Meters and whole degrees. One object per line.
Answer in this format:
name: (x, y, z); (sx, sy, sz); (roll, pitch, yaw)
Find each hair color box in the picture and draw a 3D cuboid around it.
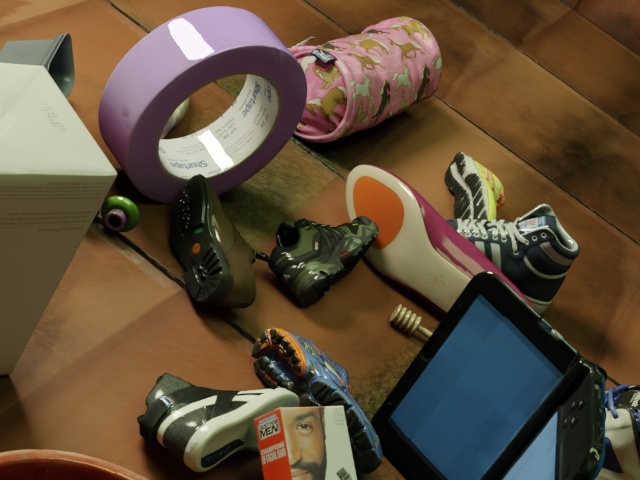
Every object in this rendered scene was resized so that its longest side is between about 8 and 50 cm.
hair color box: (-0.009, 0.266, 1.440); (0.093, 0.053, 0.167); (4, 66, -39)

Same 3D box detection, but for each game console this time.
game console: (0.170, 0.230, 1.486); (0.173, 0.293, 0.250); (28, 31, -4)

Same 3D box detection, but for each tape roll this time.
tape roll: (-0.156, -0.179, 1.796); (0.275, 0.275, 0.090); (-2, 45, -44)

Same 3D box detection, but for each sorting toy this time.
sorting toy: (-0.281, -0.041, 1.695); (0.102, 0.061, 0.042); (46, 29, -13)

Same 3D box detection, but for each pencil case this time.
pencil case: (0.069, -0.280, 2.275); (0.160, 0.167, 0.386); (6, 18, 29)

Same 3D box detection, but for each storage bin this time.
storage bin: (-0.398, -0.223, 1.835); (0.091, 0.098, 0.135); (3, 33, 4)

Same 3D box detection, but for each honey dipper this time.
honey dipper: (0.171, 0.144, 1.876); (0.161, 0.030, 0.030); (32, 30, -5)

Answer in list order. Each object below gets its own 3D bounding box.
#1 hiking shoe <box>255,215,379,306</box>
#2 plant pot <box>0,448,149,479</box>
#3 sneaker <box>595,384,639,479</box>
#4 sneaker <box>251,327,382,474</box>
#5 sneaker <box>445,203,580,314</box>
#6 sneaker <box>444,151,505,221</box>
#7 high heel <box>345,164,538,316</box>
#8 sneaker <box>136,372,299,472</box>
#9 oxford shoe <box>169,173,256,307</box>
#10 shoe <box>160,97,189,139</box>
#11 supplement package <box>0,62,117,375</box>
hiking shoe: (0.000, 0.000, 1.868); (0.114, 0.086, 0.227); (40, 32, 7)
plant pot: (-0.223, 0.343, 0.985); (0.272, 0.265, 0.272); (24, 32, -16)
sneaker: (0.343, 0.235, 1.747); (0.315, 0.182, 0.127); (40, 30, 12)
sneaker: (0.011, 0.188, 1.615); (0.087, 0.083, 0.221); (1, 44, -49)
sneaker: (0.262, -0.006, 2.050); (0.282, 0.153, 0.099); (26, 30, -11)
sneaker: (0.275, -0.073, 2.235); (0.094, 0.081, 0.208); (23, 31, -19)
high heel: (0.184, 0.033, 1.983); (0.181, 0.127, 0.377); (8, 42, -53)
sneaker: (-0.120, 0.184, 1.500); (0.121, 0.079, 0.217); (29, 17, 24)
oxford shoe: (-0.138, 0.006, 1.753); (0.096, 0.083, 0.227); (23, 36, -38)
shoe: (-0.238, -0.207, 1.991); (0.077, 0.058, 0.219); (0, 27, 5)
supplement package: (-0.368, -0.015, 1.343); (0.175, 0.293, 0.177); (-2, 45, -45)
